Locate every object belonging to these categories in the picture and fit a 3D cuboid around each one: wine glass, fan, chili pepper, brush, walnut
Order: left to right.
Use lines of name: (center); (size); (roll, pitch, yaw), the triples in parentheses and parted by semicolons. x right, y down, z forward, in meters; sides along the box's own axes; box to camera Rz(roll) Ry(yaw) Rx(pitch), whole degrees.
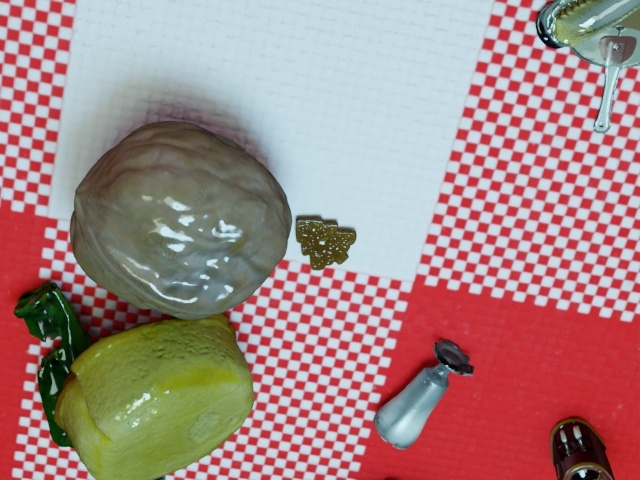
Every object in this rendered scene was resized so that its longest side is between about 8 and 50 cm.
chili pepper: (-0.348, 0.174, 1.824); (0.099, 0.083, 0.253); (-5, 115, 13)
walnut: (-0.174, -0.024, 1.637); (0.273, 0.273, 0.227); (20, 80, -11)
wine glass: (0.144, 0.216, 1.861); (0.072, 0.072, 0.155); (29, 114, -16)
fan: (0.371, -0.239, 1.659); (0.153, 0.008, 0.226); (2, 117, -4)
brush: (0.393, -0.315, 1.584); (0.297, 0.060, 0.068); (-32, 111, 13)

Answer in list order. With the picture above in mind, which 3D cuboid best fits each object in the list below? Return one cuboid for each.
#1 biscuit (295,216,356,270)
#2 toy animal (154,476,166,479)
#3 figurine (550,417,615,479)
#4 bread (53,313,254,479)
biscuit: (0.000, 0.000, 1.774); (0.092, 0.016, 0.082); (38, 116, -18)
toy animal: (-0.292, 0.367, 1.934); (0.176, 0.073, 0.216); (3, 115, 14)
figurine: (0.366, 0.311, 1.870); (0.082, 0.154, 0.098); (-16, 114, 8)
bread: (-0.217, 0.207, 1.761); (0.270, 0.148, 0.270); (-22, 148, -15)
